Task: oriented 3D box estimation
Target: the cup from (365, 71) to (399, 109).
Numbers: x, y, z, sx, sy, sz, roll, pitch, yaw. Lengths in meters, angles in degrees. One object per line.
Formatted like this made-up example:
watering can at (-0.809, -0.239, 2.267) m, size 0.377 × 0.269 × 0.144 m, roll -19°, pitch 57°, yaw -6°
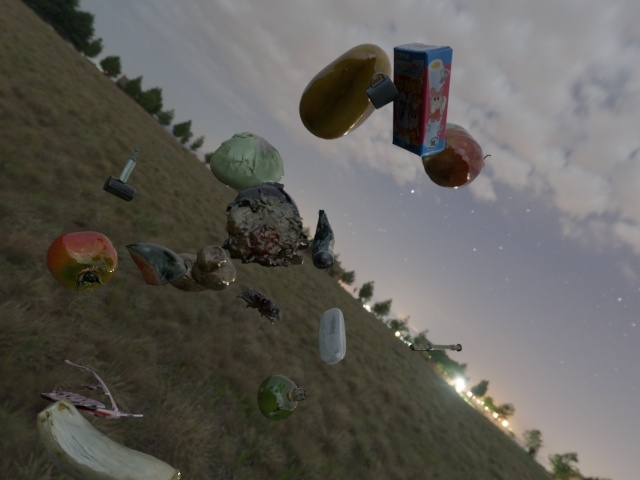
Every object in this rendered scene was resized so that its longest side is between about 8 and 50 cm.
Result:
cup at (0.180, -0.453, 1.245) m, size 0.100 × 0.077 × 0.078 m, roll 51°, pitch 13°, yaw -31°

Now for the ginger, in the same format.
ginger at (-0.444, 0.112, 1.592) m, size 0.304 × 0.155 × 0.245 m, roll -18°, pitch -40°, yaw 34°

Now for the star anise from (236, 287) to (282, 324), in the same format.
star anise at (-0.159, 0.173, 1.116) m, size 0.141 × 0.042 × 0.141 m, roll 26°, pitch -31°, yaw 17°

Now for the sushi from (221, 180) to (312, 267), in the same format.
sushi at (-0.152, -0.034, 1.133) m, size 0.218 × 0.239 × 0.224 m, roll -99°, pitch 178°, yaw -73°

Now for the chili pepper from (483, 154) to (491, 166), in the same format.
chili pepper at (0.662, -0.308, 1.807) m, size 0.050 × 0.191 × 0.059 m, roll 21°, pitch 28°, yaw -47°

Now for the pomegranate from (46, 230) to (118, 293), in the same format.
pomegranate at (-0.834, 0.083, 1.458) m, size 0.221 × 0.221 × 0.256 m, roll 44°, pitch 5°, yaw -47°

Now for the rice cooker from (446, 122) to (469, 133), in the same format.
rice cooker at (0.599, -0.479, 1.947) m, size 0.207 × 0.127 × 0.145 m, roll 11°, pitch 45°, yaw -14°

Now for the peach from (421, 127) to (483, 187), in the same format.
peach at (0.526, -0.304, 1.609) m, size 0.257 × 0.232 × 0.232 m, roll 25°, pitch 5°, yaw -26°

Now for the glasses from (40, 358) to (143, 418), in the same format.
glasses at (-0.557, 0.378, 1.019) m, size 0.256 × 0.095 × 0.162 m, roll 9°, pitch -32°, yaw 20°

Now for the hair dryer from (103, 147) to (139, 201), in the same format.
hair dryer at (-0.703, -0.249, 1.515) m, size 0.057 × 0.197 × 0.101 m, roll 9°, pitch -16°, yaw 47°

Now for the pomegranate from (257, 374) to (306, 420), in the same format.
pomegranate at (-0.152, 0.634, 1.683) m, size 0.180 × 0.210 × 0.179 m, roll 40°, pitch 39°, yaw -43°

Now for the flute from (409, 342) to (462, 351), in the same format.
flute at (0.356, 0.329, 1.274) m, size 0.233 × 0.027 × 0.027 m, roll 11°, pitch 17°, yaw -35°

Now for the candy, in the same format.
candy at (0.301, -0.427, 1.260) m, size 0.157 × 0.100 × 0.305 m, roll 46°, pitch -33°, yaw 50°

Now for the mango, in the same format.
mango at (0.095, -0.562, 1.575) m, size 0.446 × 0.300 × 0.232 m, roll -40°, pitch -114°, yaw 51°

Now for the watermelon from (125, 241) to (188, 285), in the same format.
watermelon at (-0.504, 0.056, 1.270) m, size 0.193 × 0.137 × 0.145 m, roll -108°, pitch 176°, yaw -78°

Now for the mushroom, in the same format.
mushroom at (-0.463, 0.477, 0.905) m, size 0.351 × 0.122 × 0.095 m, roll 38°, pitch -1°, yaw -9°

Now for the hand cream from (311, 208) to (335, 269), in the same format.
hand cream at (0.000, -0.001, 1.091) m, size 0.052 × 0.075 × 0.247 m, roll 32°, pitch 22°, yaw -19°

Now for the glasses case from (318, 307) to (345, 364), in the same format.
glasses case at (0.041, 0.334, 1.463) m, size 0.059 × 0.092 × 0.233 m, roll 55°, pitch 21°, yaw -30°

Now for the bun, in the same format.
bun at (-0.281, -0.332, 1.631) m, size 0.293 × 0.293 × 0.187 m, roll 40°, pitch -44°, yaw 26°
